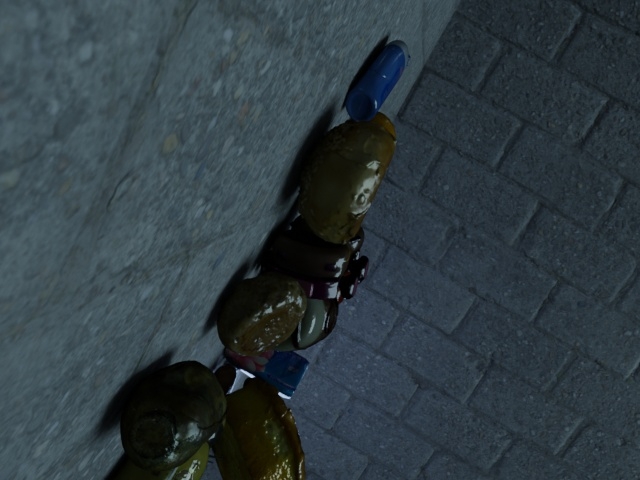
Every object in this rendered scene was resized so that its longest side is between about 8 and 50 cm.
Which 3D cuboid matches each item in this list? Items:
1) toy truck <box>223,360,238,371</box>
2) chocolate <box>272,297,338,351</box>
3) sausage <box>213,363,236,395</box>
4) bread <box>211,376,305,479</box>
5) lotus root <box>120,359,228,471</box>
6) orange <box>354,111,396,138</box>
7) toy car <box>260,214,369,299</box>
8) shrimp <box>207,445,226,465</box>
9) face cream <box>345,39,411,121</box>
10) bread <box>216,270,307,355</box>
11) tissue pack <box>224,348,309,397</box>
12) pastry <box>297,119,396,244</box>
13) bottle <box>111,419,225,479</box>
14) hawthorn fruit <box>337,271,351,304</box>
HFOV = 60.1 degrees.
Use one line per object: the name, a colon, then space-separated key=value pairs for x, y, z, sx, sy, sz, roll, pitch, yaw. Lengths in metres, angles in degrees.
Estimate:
toy truck: x=-0.331 y=0.460 z=1.972 sx=0.090 sy=0.056 sz=0.073 roll=-35 pitch=164 yaw=-50
chocolate: x=-0.098 y=0.199 z=1.648 sx=0.284 sy=0.283 sz=0.186 roll=-60 pitch=161 yaw=1
sausage: x=-0.360 y=0.535 z=1.882 sx=0.289 sy=0.086 sz=0.086 roll=-61 pitch=176 yaw=29
bread: x=-0.207 y=0.638 z=1.756 sx=0.215 sy=0.398 sz=0.398 roll=-15 pitch=149 yaw=-32
lotus root: x=-0.263 y=0.309 z=0.988 sx=0.151 sy=0.160 sz=0.275 roll=-36 pitch=175 yaw=0
orange: x=0.147 y=-0.306 z=1.684 sx=0.177 sy=0.155 sz=0.177 roll=-46 pitch=175 yaw=-5
toy car: x=0.000 y=0.000 z=1.506 sx=0.341 sy=0.271 sz=0.241 roll=-51 pitch=152 yaw=-64
shrimp: x=-0.388 y=0.647 z=1.716 sx=0.137 sy=0.172 sz=0.372 roll=-17 pitch=131 yaw=-35
face cream: x=0.156 y=-0.418 z=1.413 sx=0.264 sy=0.083 sz=0.149 roll=-57 pitch=176 yaw=-33
bread: x=-0.145 y=0.171 z=1.323 sx=0.229 sy=0.123 sz=0.230 roll=-29 pitch=146 yaw=-22
tissue pack: x=-0.184 y=0.414 z=1.866 sx=0.137 sy=0.269 sz=0.209 roll=-61 pitch=178 yaw=-21
pastry: x=0.045 y=-0.145 z=1.297 sx=0.316 sy=0.184 sz=0.285 roll=111 pitch=3 yaw=-60
bottle: x=-0.341 y=0.502 z=1.257 sx=0.351 sy=0.171 sz=0.172 roll=-56 pitch=174 yaw=-42
hawthorn fruit: x=-0.012 y=0.127 z=2.086 sx=0.276 sy=0.275 sz=0.300 roll=-60 pitch=-174 yaw=2
